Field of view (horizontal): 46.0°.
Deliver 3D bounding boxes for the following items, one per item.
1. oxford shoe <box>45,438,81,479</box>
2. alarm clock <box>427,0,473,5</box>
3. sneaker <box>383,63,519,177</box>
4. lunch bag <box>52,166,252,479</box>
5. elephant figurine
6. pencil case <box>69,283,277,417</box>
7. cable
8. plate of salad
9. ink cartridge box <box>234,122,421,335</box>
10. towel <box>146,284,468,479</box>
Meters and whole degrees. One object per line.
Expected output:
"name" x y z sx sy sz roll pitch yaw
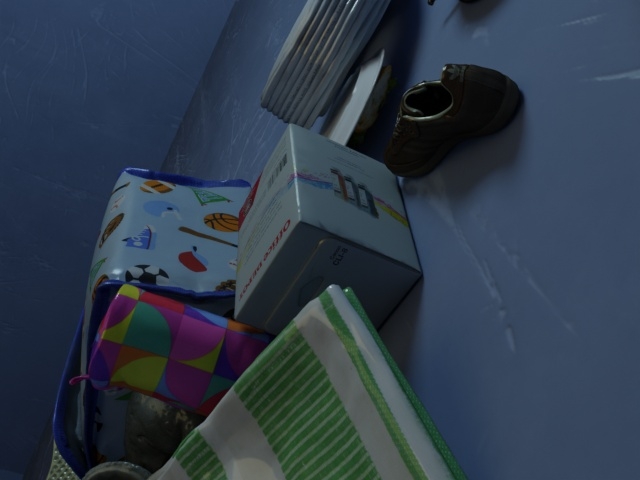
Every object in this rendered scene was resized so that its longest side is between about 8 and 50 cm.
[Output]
"oxford shoe" -0.452 0.472 1.451 0.130 0.169 0.449 63 -155 -58
"alarm clock" 0.163 -0.312 0.740 0.192 0.064 0.129 -4 66 66
"sneaker" 0.095 -0.113 0.681 0.188 0.071 0.066 -28 44 61
"lunch bag" -0.212 0.142 1.005 0.328 0.239 0.385 -105 25 -59
"elephant figurine" -0.163 0.259 0.792 0.239 0.169 0.186 -57 40 11
"pencil case" -0.099 0.120 0.700 0.104 0.236 0.104 -161 90 -79
"cable" 0.012 -0.262 0.965 0.257 0.089 0.257 -57 8 32
"plate of salad" 0.034 -0.132 0.892 0.199 0.048 0.200 -61 11 20
"ink cartridge box" 0.000 0.000 0.727 0.128 0.127 0.176 -56 22 30
"towel" -0.042 0.219 0.537 0.325 0.038 0.248 -46 50 17
